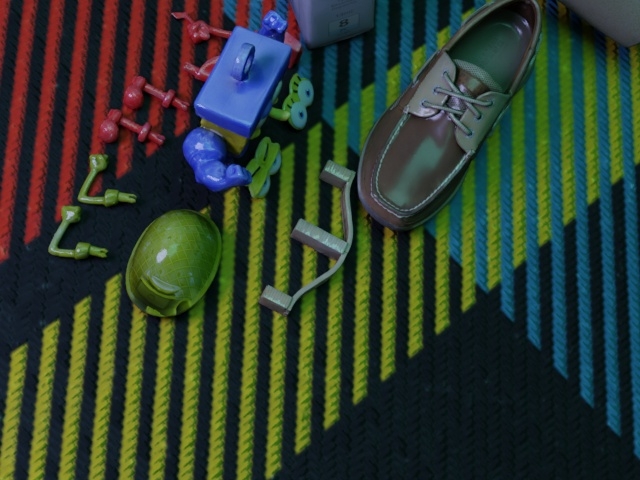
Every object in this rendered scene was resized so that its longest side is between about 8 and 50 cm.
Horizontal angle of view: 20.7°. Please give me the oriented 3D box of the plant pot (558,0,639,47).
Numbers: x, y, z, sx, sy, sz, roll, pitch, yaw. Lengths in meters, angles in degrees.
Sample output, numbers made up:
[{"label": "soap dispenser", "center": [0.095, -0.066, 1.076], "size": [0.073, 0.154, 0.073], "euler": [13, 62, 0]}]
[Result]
[{"label": "plant pot", "center": [0.321, -0.366, 2.012], "size": [0.256, 0.256, 0.274], "euler": [-40, 98, -25]}]

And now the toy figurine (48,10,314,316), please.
[{"label": "toy figurine", "center": [-0.124, -0.128, 1.796], "size": [0.191, 0.217, 0.362], "euler": [28, 63, 0]}]

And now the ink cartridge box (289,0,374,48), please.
[{"label": "ink cartridge box", "center": [-0.029, -0.420, 1.851], "size": [0.091, 0.385, 0.308], "euler": [-18, 72, -4]}]

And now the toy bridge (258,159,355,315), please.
[{"label": "toy bridge", "center": [0.000, 0.000, 1.875], "size": [0.063, 0.026, 0.188], "euler": [28, 63, -3]}]

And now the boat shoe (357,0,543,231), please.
[{"label": "boat shoe", "center": [0.145, -0.153, 1.926], "size": [0.123, 0.116, 0.324], "euler": [31, 64, 1]}]
